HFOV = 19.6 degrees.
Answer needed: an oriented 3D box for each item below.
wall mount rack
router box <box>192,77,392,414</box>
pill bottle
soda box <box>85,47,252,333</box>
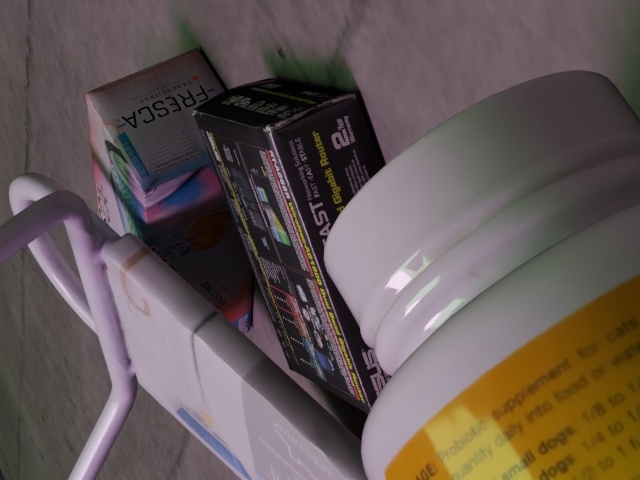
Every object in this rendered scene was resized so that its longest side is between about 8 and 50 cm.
[{"bbox_3d":[-0.062,0.142,0.842,0.350,0.130,0.304,40,156,27],"label":"wall mount rack"},{"bbox_3d":[0.000,0.000,0.720,0.092,0.038,0.122,24,136,67],"label":"router box"},{"bbox_3d":[0.088,0.070,0.413,0.215,0.117,0.117,59,162,20],"label":"pill bottle"},{"bbox_3d":[-0.070,-0.009,0.888,0.063,0.058,0.183,57,162,25],"label":"soda box"}]
